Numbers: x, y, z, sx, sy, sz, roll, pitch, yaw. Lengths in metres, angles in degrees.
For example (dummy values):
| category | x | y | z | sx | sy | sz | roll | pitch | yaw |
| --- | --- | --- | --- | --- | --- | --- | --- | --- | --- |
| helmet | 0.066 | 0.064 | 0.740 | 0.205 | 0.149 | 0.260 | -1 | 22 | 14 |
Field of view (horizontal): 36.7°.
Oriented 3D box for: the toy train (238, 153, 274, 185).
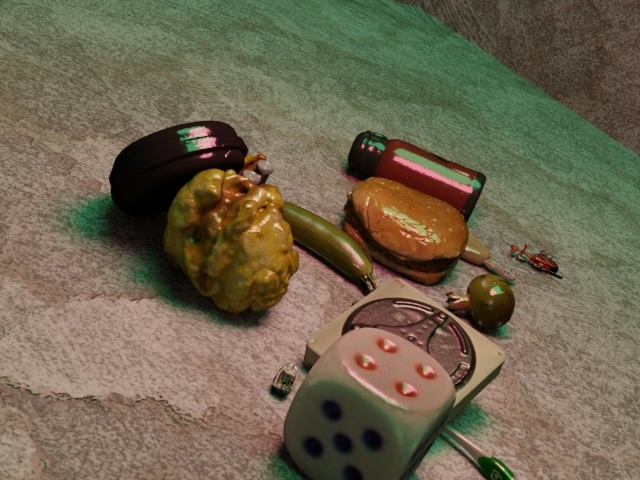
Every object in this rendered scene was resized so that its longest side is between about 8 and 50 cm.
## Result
| category | x | y | z | sx | sy | sz | roll | pitch | yaw |
| --- | --- | --- | --- | --- | --- | --- | --- | --- | --- |
| toy train | -0.182 | -0.136 | 2.039 | 0.127 | 0.089 | 0.219 | 34 | 27 | 6 |

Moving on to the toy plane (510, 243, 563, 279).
| category | x | y | z | sx | sy | sz | roll | pitch | yaw |
| --- | --- | --- | --- | --- | --- | --- | --- | --- | --- |
| toy plane | 0.528 | 0.048 | 2.356 | 0.145 | 0.037 | 0.060 | 30 | 37 | 3 |

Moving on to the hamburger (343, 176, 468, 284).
| category | x | y | z | sx | sy | sz | roll | pitch | yaw |
| --- | --- | --- | --- | --- | --- | --- | --- | --- | --- |
| hamburger | 0.184 | -0.034 | 2.108 | 0.283 | 0.144 | 0.259 | 21 | 29 | 7 |

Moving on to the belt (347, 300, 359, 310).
| category | x | y | z | sx | sy | sz | roll | pitch | yaw |
| --- | --- | --- | --- | --- | --- | --- | --- | --- | --- |
| belt | 0.138 | 0.192 | 1.746 | 0.232 | 0.053 | 0.071 | 34 | 32 | 19 |

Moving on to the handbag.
| category | x | y | z | sx | sy | sz | roll | pitch | yaw |
| --- | --- | --- | --- | --- | --- | --- | --- | --- | --- |
| handbag | -0.260 | -0.132 | 1.765 | 0.254 | 0.308 | 0.093 | -18 | 83 | -20 |

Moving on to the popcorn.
| category | x | y | z | sx | sy | sz | roll | pitch | yaw |
| --- | --- | --- | --- | --- | --- | --- | --- | --- | --- |
| popcorn | -0.146 | -0.001 | 1.682 | 0.250 | 0.235 | 0.242 | 37 | 8 | -2 |

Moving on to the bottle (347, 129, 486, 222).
| category | x | y | z | sx | sy | sz | roll | pitch | yaw |
| --- | --- | --- | --- | --- | --- | --- | --- | --- | --- |
| bottle | 0.229 | -0.162 | 2.381 | 0.336 | 0.144 | 0.144 | 24 | 26 | 2 |

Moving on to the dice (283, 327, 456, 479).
| category | x | y | z | sx | sy | sz | roll | pitch | yaw |
| --- | --- | --- | --- | --- | --- | --- | --- | --- | --- |
| dice | 0.073 | 0.255 | 1.418 | 0.192 | 0.194 | 0.193 | 31 | 25 | 17 |

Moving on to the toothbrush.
| category | x | y | z | sx | sy | sz | roll | pitch | yaw |
| --- | --- | --- | --- | --- | --- | --- | --- | --- | --- |
| toothbrush | 0.295 | 0.379 | 1.538 | 0.418 | 0.042 | 0.040 | 35 | 37 | 25 |

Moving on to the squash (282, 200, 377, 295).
| category | x | y | z | sx | sy | sz | roll | pitch | yaw |
| --- | --- | --- | --- | --- | --- | --- | --- | --- | --- |
| squash | 0.002 | -0.001 | 1.976 | 0.318 | 0.071 | 0.080 | 36 | 68 | 17 |

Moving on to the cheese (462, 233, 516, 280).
| category | x | y | z | sx | sy | sz | roll | pitch | yaw |
| --- | --- | --- | --- | --- | --- | --- | --- | --- | --- |
| cheese | 0.373 | 0.037 | 2.244 | 0.192 | 0.037 | 0.097 | 36 | 30 | 24 |

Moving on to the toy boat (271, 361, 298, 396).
| category | x | y | z | sx | sy | sz | roll | pitch | yaw |
| --- | --- | --- | --- | --- | --- | --- | --- | --- | --- |
| toy boat | -0.054 | 0.220 | 1.554 | 0.038 | 0.038 | 0.083 | 26 | 27 | 3 |

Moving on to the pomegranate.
| category | x | y | z | sx | sy | sz | roll | pitch | yaw |
| --- | --- | --- | --- | --- | --- | --- | --- | --- | --- |
| pomegranate | 0.328 | 0.127 | 1.980 | 0.142 | 0.114 | 0.114 | -4 | 30 | -3 |

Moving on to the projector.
| category | x | y | z | sx | sy | sz | roll | pitch | yaw |
| --- | --- | --- | --- | --- | --- | --- | --- | --- | --- |
| projector | 0.146 | 0.192 | 1.638 | 0.257 | 0.079 | 0.259 | 35 | 46 | 25 |
